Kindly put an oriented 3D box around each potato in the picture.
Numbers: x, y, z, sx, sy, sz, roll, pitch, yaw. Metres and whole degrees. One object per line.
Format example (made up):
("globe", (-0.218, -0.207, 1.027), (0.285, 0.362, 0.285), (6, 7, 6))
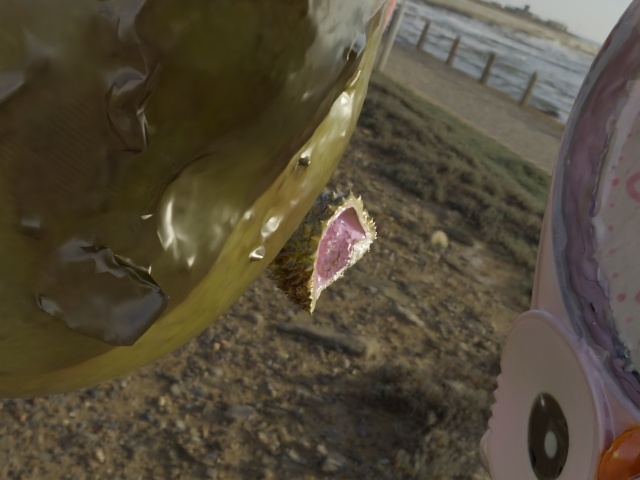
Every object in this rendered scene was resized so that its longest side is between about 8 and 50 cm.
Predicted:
("potato", (-0.117, -0.101, 0.481), (0.319, 0.442, 0.385), (48, -14, -30))

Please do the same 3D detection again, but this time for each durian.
("durian", (-0.002, 0.001, 1.110), (0.132, 0.182, 0.165), (55, -15, -15))

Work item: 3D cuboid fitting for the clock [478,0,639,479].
("clock", (0.256, 0.038, 0.351), (0.251, 0.376, 0.368), (20, 17, -34))

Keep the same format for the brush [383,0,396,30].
("brush", (0.061, -0.291, 0.834), (0.070, 0.051, 0.323), (49, 45, -34))
